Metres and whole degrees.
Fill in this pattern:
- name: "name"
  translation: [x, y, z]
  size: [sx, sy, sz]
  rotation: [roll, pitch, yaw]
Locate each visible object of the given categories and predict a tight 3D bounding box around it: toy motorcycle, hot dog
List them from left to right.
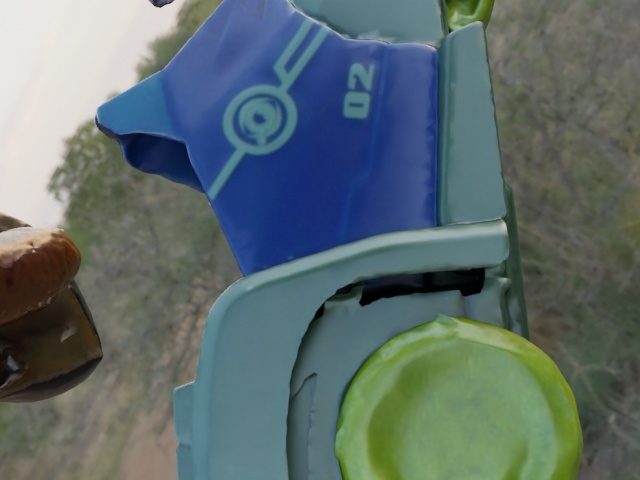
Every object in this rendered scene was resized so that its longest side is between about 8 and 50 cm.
- name: "hot dog"
  translation: [-0.273, 0.019, 0.704]
  size: [0.326, 0.194, 0.107]
  rotation: [-14, -8, -34]
- name: "toy motorcycle"
  translation: [0.000, 0.000, 0.589]
  size: [0.191, 0.200, 0.326]
  rotation: [75, -173, -78]

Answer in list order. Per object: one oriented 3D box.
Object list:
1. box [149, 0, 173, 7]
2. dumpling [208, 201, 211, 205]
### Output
- name: "box"
  translation: [-0.098, -0.229, 0.348]
  size: [0.084, 0.310, 0.198]
  rotation: [-36, 17, 20]
- name: "dumpling"
  translation: [0.014, -0.024, 0.832]
  size: [0.219, 0.152, 0.108]
  rotation: [-16, 30, 48]
